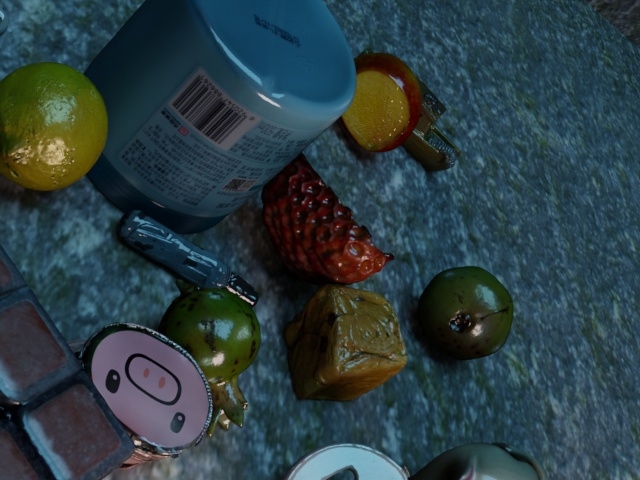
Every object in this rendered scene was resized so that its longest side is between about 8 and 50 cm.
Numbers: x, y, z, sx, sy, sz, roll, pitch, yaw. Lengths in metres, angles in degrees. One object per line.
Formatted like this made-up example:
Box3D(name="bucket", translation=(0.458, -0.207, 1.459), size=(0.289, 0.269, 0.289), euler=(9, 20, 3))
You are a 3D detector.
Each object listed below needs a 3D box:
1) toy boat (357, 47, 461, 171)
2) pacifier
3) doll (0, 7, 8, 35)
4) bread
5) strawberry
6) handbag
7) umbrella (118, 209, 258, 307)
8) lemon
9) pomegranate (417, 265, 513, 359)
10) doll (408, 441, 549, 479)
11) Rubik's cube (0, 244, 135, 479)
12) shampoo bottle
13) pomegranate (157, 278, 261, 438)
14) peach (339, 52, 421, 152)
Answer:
Box3D(name="toy boat", translation=(0.195, -0.292, 2.126), size=(0.321, 0.121, 0.089), euler=(49, 42, -6))
Box3D(name="pacifier", translation=(0.075, 0.434, 1.329), size=(0.332, 0.273, 0.220), euler=(61, 21, 10))
Box3D(name="doll", translation=(-0.593, -0.416, 1.351), size=(0.365, 0.187, 0.376), euler=(42, 25, -31))
Box3D(name="bread", translation=(0.037, 0.168, 1.563), size=(0.158, 0.143, 0.149), euler=(5, 57, -40))
Box3D(name="strawberry", translation=(0.003, 0.004, 1.613), size=(0.280, 0.150, 0.253), euler=(51, -2, 36))
Box3D(name="handbag", translation=(-0.252, 0.199, 1.243), size=(0.205, 0.116, 0.179), euler=(39, 40, -20))
Box3D(name="umbrella", translation=(-0.200, 0.034, 1.487), size=(0.250, 0.052, 0.053), euler=(35, 39, -21))
Box3D(name="lemon", translation=(-0.385, -0.157, 1.344), size=(0.173, 0.173, 0.206), euler=(42, 36, -14))
Box3D(name="pomegranate", translation=(0.273, 0.124, 1.839), size=(0.179, 0.179, 0.210), euler=(35, 20, -22))
Box3D(name="doll", translation=(0.309, 0.467, 1.552), size=(0.370, 0.215, 0.226), euler=(48, 53, -10))
Box3D(name="Rubik's cube", translation=(-0.423, 0.197, 0.909), size=(0.304, 0.301, 0.305), euler=(57, 36, 4))
Box3D(name="shampoo bottle", translation=(-0.167, -0.233, 1.500), size=(0.331, 0.342, 0.331), euler=(27, 44, -30))
Box3D(name="pomegranate", translation=(-0.162, 0.170, 1.366), size=(0.156, 0.156, 0.220), euler=(10, 85, -43))
Box3D(name="peach", translation=(0.116, -0.282, 1.983), size=(0.190, 0.190, 0.192), euler=(27, 48, -31))
